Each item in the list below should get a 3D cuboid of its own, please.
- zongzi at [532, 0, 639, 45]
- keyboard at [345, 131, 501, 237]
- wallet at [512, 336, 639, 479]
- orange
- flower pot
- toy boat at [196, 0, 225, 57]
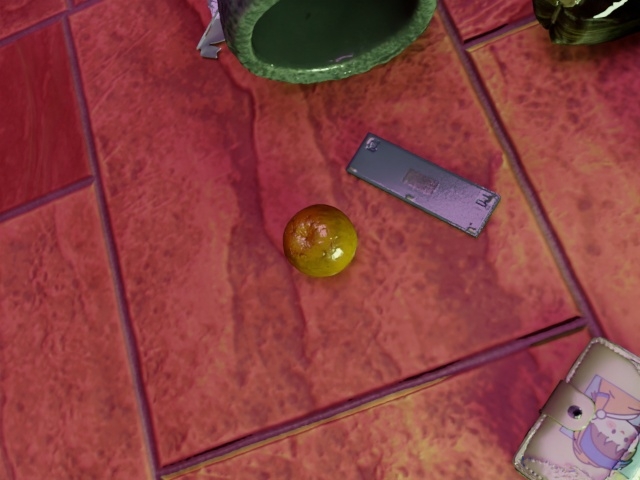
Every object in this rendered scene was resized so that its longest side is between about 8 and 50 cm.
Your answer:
[{"bbox_3d":[0.348,-0.373,0.805,0.286,0.134,0.288,-18,68,6],"label":"zongzi"},{"bbox_3d":[0.114,-0.065,0.826,0.176,0.014,0.055,29,81,23],"label":"keyboard"},{"bbox_3d":[0.264,0.179,0.683,0.110,0.039,0.155,34,81,22],"label":"wallet"},{"bbox_3d":[0.000,0.000,0.804,0.083,0.070,0.083,-5,77,24],"label":"orange"},{"bbox_3d":[0.004,-0.365,0.821,0.299,0.299,0.282,-17,73,9],"label":"flower pot"},{"bbox_3d":[-0.112,-0.316,0.968,0.105,0.034,0.149,2,71,18],"label":"toy boat"}]
